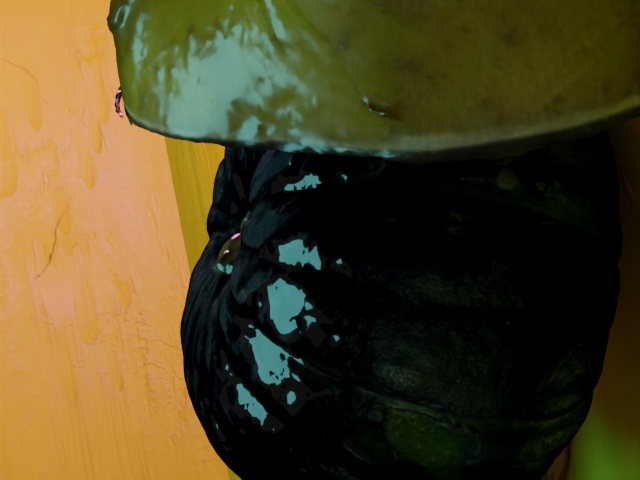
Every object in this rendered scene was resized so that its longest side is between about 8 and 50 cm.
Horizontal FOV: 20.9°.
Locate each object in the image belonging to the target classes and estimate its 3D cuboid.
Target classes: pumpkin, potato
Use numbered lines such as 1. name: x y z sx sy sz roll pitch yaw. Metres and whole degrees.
1. pumpkin: 0.054 0.021 1.194 0.363 0.266 0.363 -166 90 -78
2. potato: 0.047 -0.230 0.981 0.397 0.290 0.296 13 125 38

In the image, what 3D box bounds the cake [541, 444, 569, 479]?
1. cake: 0.139 0.201 1.411 0.287 0.098 0.135 95 159 -49
